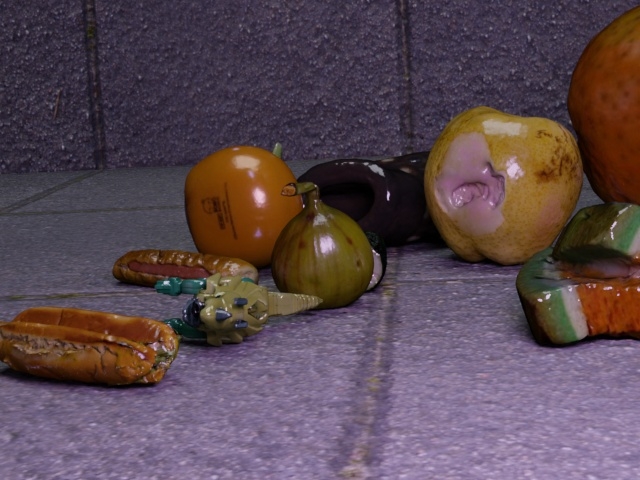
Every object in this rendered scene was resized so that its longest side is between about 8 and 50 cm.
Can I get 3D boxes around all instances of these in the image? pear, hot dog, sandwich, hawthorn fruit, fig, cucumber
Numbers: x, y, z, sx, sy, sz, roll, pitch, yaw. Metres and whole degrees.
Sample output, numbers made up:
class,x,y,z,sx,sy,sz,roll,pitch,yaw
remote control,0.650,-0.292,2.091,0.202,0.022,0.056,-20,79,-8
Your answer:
class,x,y,z,sx,sy,sz,roll,pitch,yaw
pear,0.297,-0.089,1.968,0.271,0.271,0.271,-3,9,1
hot dog,-0.281,0.125,1.417,0.269,0.072,0.115,6,12,36
hot dog,-0.217,0.047,1.917,0.286,0.061,0.088,4,1,33
sandwich,0.389,0.032,1.485,0.301,0.162,0.250,-3,13,20
hawthorn fruit,0.653,-0.219,2.054,0.472,0.471,0.472,-3,9,1
fig,-0.007,0.005,1.709,0.148,0.186,0.142,-12,4,-33
cucumber,0.071,0.028,1.892,0.074,0.074,0.241,-2,6,5

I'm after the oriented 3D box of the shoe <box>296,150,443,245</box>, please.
class,x,y,z,sx,sy,sz,roll,pitch,yaw
shoe,0.136,-0.073,2.156,0.384,0.171,0.237,-3,3,10

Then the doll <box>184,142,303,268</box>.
class,x,y,z,sx,sy,sz,roll,pitch,yaw
doll,-0.113,-0.059,2.053,0.213,0.213,0.236,1,9,26

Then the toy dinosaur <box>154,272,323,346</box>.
class,x,y,z,sx,sy,sz,roll,pitch,yaw
toy dinosaur,-0.105,0.085,1.573,0.153,0.094,0.259,4,4,37
